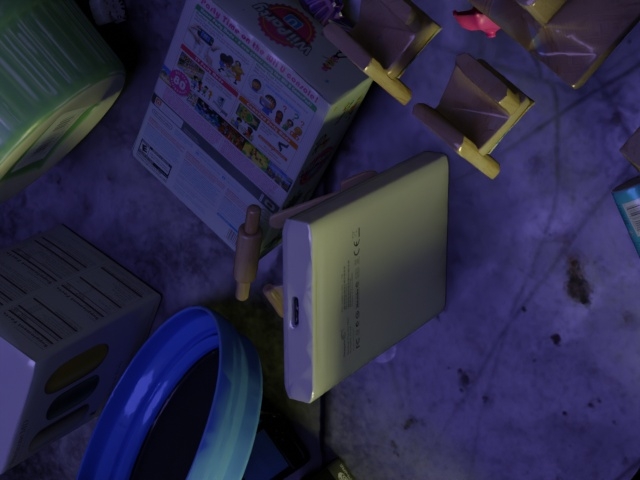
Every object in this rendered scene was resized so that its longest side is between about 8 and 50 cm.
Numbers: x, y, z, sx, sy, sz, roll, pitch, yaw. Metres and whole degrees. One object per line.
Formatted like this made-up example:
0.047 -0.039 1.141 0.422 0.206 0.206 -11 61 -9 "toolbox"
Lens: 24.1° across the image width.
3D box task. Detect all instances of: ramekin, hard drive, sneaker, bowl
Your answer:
-0.390 -0.177 1.904 0.148 0.303 0.303 47 124 1 "ramekin"
0.056 0.033 1.681 0.040 0.307 0.203 11 112 29 "hard drive"
0.000 -0.291 1.758 0.071 0.068 0.170 -38 88 23 "sneaker"
-0.200 0.275 1.914 0.077 0.391 0.391 27 127 -23 "bowl"

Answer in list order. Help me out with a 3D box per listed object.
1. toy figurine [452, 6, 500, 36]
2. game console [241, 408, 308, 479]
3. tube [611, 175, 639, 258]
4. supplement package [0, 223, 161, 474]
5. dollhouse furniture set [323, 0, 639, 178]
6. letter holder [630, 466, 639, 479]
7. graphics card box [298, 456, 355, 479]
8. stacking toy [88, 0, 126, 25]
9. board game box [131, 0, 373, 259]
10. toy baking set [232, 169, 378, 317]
0.171 -0.305 1.627 0.159 0.130 0.173 46 117 -4 "toy figurine"
-0.111 0.289 2.010 0.144 0.085 0.124 -39 84 36 "game console"
0.383 0.029 1.636 0.080 0.052 0.207 -14 103 61 "tube"
-0.391 0.141 2.026 0.198 0.263 0.199 34 121 19 "supplement package"
0.286 -0.198 1.499 0.362 0.256 0.394 -49 65 7 "dollhouse furniture set"
0.324 0.419 1.650 0.152 0.302 0.214 35 122 17 "letter holder"
-0.022 0.440 1.831 0.094 0.371 0.233 -37 87 31 "graphics card box"
-0.238 -0.391 1.883 0.167 0.052 0.221 -15 96 33 "stacking toy"
-0.089 -0.150 1.799 0.224 0.097 0.303 42 139 12 "board game box"
-0.007 0.001 1.800 0.197 0.030 0.256 -3 138 -7 "toy baking set"
